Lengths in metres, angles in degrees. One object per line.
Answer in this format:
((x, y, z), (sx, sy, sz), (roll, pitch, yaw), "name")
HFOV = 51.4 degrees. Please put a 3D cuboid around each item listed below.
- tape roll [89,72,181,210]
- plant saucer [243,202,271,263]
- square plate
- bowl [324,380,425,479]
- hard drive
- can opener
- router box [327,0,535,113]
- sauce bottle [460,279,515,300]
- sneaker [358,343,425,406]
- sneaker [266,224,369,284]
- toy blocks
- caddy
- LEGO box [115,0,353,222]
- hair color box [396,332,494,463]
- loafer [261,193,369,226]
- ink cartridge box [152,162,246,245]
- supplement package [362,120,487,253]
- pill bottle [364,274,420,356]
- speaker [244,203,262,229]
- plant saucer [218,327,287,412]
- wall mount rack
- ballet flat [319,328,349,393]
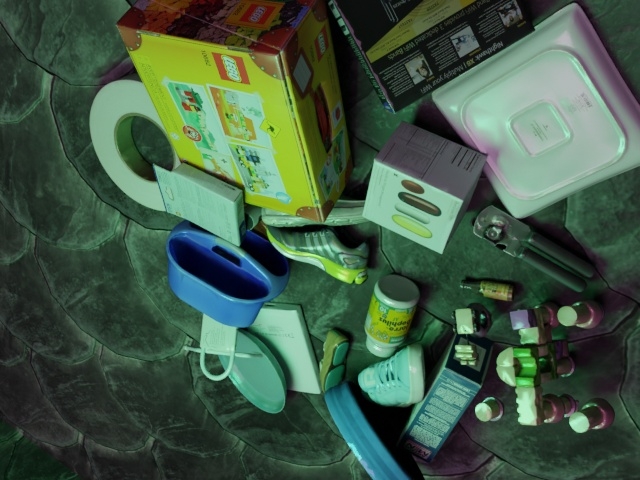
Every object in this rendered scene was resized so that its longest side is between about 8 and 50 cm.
((-0.465, -0.267, 1.837), (0.392, 0.072, 0.392), (15, 126, 22), "tape roll")
((-0.193, -0.012, 1.865), (0.200, 0.037, 0.199), (15, 126, 22), "plant saucer")
((0.446, -0.235, 1.345), (0.344, 0.049, 0.347), (-28, 103, 40), "square plate")
((0.159, 0.556, 1.835), (0.077, 0.391, 0.391), (-38, 98, 3), "bowl")
((-0.116, 0.327, 2.036), (0.203, 0.040, 0.307), (1, 120, 30), "hard drive")
((0.470, 0.017, 1.491), (0.283, 0.095, 0.076), (31, 92, 3), "can opener")
((0.205, -0.419, 1.239), (0.309, 0.081, 0.243), (-30, 104, 2), "router box")
((0.401, 0.117, 1.600), (0.128, 0.042, 0.042), (7, 122, 24), "sauce bottle")
((0.179, 0.369, 1.736), (0.150, 0.135, 0.366), (-1, 151, -5), "sneaker")
((0.000, 0.000, 1.733), (0.300, 0.111, 0.121), (22, 114, 12), "sneaker")
((0.514, 0.279, 1.541), (0.309, 0.260, 0.288), (-9, 82, 41), "toy blocks")
((-0.249, 0.068, 1.768), (0.341, 0.241, 0.179), (29, 134, 10), "caddy")
((-0.156, -0.297, 1.446), (0.373, 0.193, 0.500), (16, 149, 20), "LEGO box")
((0.325, 0.408, 1.745), (0.105, 0.174, 0.347), (27, 129, 9), "hair color box")
((0.003, -0.094, 1.651), (0.320, 0.112, 0.111), (0, 86, 16), "loafer")
((-0.290, -0.097, 1.632), (0.224, 0.045, 0.223), (25, 153, 9), "ink cartridge box")
((0.223, -0.115, 1.456), (0.203, 0.149, 0.194), (26, 145, 14), "supplement package")
((0.180, 0.202, 1.733), (0.118, 0.117, 0.208), (23, 128, 16), "pill bottle")
((-0.165, -0.081, 1.738), (0.055, 0.136, 0.055), (14, 125, 22), "speaker")
((-0.211, 0.399, 2.089), (0.318, 0.044, 0.317), (30, 138, 32), "plant saucer")
((-0.307, 0.229, 1.969), (0.304, 0.130, 0.349), (2, 82, 26), "wall mount rack")
((0.035, 0.353, 1.958), (0.073, 0.080, 0.232), (44, 135, 36), "ballet flat")
